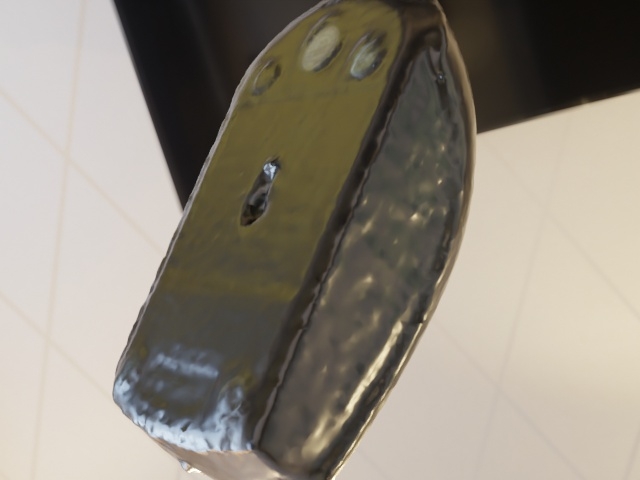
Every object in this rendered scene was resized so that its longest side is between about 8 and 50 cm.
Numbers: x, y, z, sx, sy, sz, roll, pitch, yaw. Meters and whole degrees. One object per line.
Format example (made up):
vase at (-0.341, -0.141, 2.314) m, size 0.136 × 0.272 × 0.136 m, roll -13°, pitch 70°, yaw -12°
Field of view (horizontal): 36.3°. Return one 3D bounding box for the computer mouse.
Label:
computer mouse at (0.000, 0.000, 0.515) m, size 0.170 × 0.100 × 0.269 m, roll 4°, pitch -112°, yaw 56°
